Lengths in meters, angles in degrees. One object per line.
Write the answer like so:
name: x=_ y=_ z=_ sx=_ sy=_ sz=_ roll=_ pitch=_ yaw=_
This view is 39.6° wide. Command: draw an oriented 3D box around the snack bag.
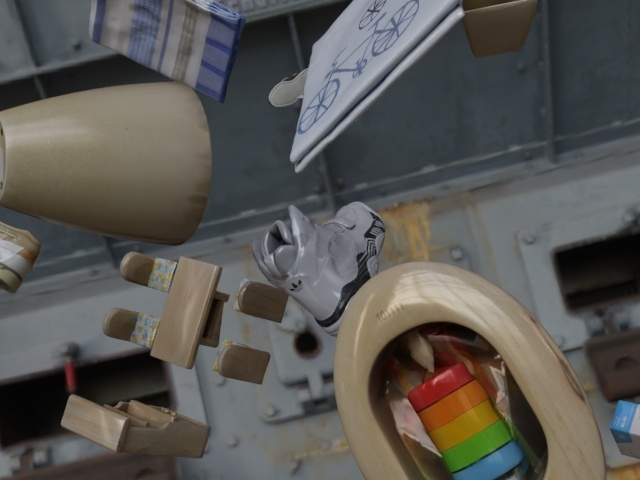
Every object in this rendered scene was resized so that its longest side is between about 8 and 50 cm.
snack bag: x=0.077 y=-0.285 z=1.221 sx=0.037 sy=0.342 sz=0.323 roll=34 pitch=-56 yaw=-21

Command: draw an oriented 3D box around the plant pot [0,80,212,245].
plant pot: x=-0.341 y=-0.115 z=1.310 sx=0.274 sy=0.256 sz=0.256 roll=-2 pitch=-15 yaw=-34

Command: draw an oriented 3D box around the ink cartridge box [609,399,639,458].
ink cartridge box: x=0.604 y=0.343 z=1.529 sx=0.180 sy=0.060 sz=0.104 roll=8 pitch=-34 yaw=38

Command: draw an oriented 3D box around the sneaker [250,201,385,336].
sneaker: x=0.000 y=0.000 z=1.650 sx=0.137 sy=0.210 sz=0.365 roll=-42 pitch=20 yaw=30

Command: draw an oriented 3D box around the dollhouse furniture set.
dollhouse furniture set: x=-0.324 y=0.224 z=1.815 sx=0.362 sy=0.393 sz=0.256 roll=12 pitch=-7 yaw=36

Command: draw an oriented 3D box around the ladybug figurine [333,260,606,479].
ladybug figurine: x=0.197 y=0.237 z=1.168 sx=0.305 sy=0.449 sz=0.162 roll=-29 pitch=-10 yaw=15

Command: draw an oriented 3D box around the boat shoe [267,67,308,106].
boat shoe: x=-0.058 y=-0.285 z=1.668 sx=0.038 sy=0.046 sz=0.125 roll=-10 pitch=29 yaw=52

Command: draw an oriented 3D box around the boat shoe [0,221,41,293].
boat shoe: x=-0.644 y=-0.018 z=1.607 sx=0.302 sy=0.103 sz=0.113 roll=29 pitch=-24 yaw=7

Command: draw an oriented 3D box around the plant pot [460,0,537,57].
plant pot: x=0.251 y=-0.329 z=1.293 sx=0.109 sy=0.109 sz=0.096 roll=-10 pitch=-45 yaw=4

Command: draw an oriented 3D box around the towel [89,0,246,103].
towel: x=-0.280 y=-0.376 z=1.569 sx=0.285 sy=0.034 sz=0.209 roll=27 pitch=-42 yaw=3
